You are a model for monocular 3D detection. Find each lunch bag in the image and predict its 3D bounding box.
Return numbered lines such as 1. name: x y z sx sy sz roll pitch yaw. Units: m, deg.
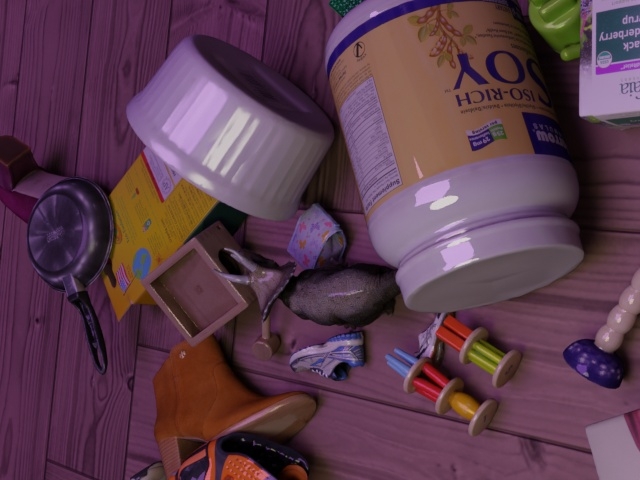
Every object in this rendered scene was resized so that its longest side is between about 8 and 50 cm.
1. lunch bag: 0.000 0.000 1.522 0.071 0.053 0.083 45 126 41

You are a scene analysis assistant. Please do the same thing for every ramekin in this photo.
1. ramekin: -0.113 -0.163 1.506 0.135 0.277 0.277 -54 52 17

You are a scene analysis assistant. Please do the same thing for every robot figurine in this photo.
1. robot figurine: 0.276 -0.249 1.225 0.067 0.115 0.101 -36 58 18

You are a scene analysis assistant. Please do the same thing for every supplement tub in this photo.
1. supplement tub: 0.152 -0.106 1.244 0.241 0.241 0.331 -31 65 39

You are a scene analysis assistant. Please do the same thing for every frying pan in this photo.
1. frying pan: -0.429 0.053 1.823 0.197 0.053 0.326 1 84 34

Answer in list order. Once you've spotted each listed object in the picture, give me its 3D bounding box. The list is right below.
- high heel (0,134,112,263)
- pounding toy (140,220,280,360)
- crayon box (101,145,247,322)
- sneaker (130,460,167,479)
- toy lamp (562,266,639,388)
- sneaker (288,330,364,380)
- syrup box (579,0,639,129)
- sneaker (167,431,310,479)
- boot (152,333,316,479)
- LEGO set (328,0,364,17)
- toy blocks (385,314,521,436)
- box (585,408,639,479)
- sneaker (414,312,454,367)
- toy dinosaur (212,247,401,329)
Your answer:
1. high heel: -0.465 -0.040 1.999 0.377 0.127 0.181 42 155 30
2. pounding toy: -0.125 0.079 1.612 0.181 0.094 0.206 -37 92 29
3. crayon box: -0.251 -0.038 1.759 0.318 0.081 0.202 -46 56 32
4. sneaker: -0.236 0.391 1.667 0.057 0.161 0.075 -33 64 -7
5. toy lamp: 0.350 0.026 1.144 0.080 0.080 0.275 42 114 39
6. sneaker: 0.008 0.168 1.498 0.135 0.052 0.058 -26 74 43
7. syrup box: 0.342 -0.243 1.168 0.093 0.096 0.237 -2 83 45
8. sneaker: -0.064 0.400 1.463 0.180 0.124 0.321 -43 81 24
9. boot: -0.143 0.219 1.615 0.295 0.104 0.211 -34 51 27
10. LEGO set: 0.108 -0.397 1.385 0.255 0.192 0.331 38 96 30
11. toy blocks: 0.154 0.148 1.326 0.148 0.054 0.123 32 108 29
12. box: 0.396 0.201 1.028 0.232 0.148 0.127 -29 66 40
13. sneaker: 0.140 0.119 1.380 0.037 0.032 0.083 30 106 43
14. toy dinosaur: 0.033 0.070 1.394 0.313 0.160 0.121 4 97 34
